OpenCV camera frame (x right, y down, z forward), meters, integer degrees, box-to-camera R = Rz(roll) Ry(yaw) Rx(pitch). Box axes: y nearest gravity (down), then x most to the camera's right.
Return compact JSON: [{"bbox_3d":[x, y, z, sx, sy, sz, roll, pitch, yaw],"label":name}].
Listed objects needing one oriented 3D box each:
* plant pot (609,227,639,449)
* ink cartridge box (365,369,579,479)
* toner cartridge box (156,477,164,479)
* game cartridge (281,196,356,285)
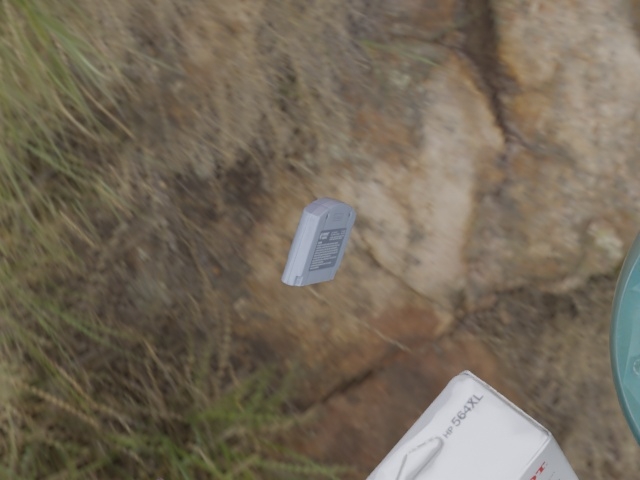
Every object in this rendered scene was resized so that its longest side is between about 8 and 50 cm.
[{"bbox_3d":[0.302,0.057,1.082,0.235,0.293,0.293,-1,107,-54],"label":"plant pot"},{"bbox_3d":[0.107,0.201,1.337,0.148,0.086,0.203,-49,151,-7],"label":"ink cartridge box"},{"bbox_3d":[-0.026,0.333,1.303,0.075,0.165,0.348,-37,103,-7],"label":"toner cartridge box"},{"bbox_3d":[0.000,0.000,1.215,0.017,0.083,0.056,24,99,15],"label":"game cartridge"}]
